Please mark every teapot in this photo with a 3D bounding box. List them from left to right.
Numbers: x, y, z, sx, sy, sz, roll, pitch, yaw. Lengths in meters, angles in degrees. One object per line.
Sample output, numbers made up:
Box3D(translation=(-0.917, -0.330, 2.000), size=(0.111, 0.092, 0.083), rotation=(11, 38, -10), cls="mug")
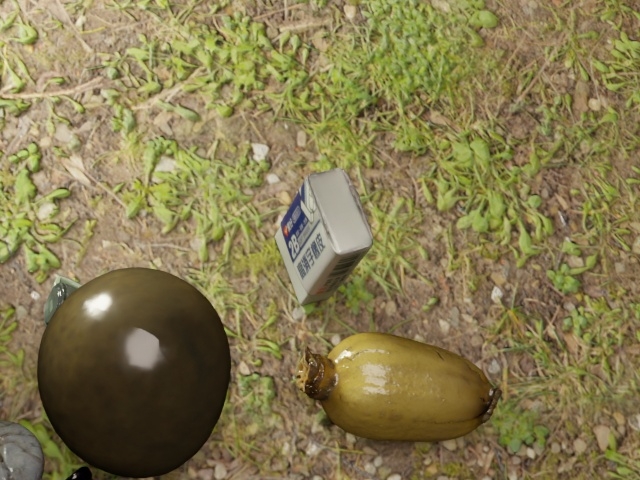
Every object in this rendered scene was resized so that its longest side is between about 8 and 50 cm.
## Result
Box3D(translation=(-0.342, 0.087, 1.394), size=(0.057, 0.066, 0.088), rotation=(18, 38, -31), cls="teapot")

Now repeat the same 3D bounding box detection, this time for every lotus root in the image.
Box3D(translation=(0.108, 0.208, 1.439), size=(0.303, 0.131, 0.146), rotation=(11, 66, -16), cls="lotus root")

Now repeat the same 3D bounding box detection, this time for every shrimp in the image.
Box3D(translation=(-0.488, 0.321, 1.208), size=(0.343, 0.116, 0.145), rotation=(-30, 78, -34), cls="shrimp")

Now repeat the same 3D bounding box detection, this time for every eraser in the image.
Box3D(translation=(0.000, 0.000, 1.450), size=(0.067, 0.210, 0.125), rotation=(-16, 73, -22), cls="eraser")

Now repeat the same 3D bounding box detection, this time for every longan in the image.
Box3D(translation=(-0.237, 0.164, 1.294), size=(0.258, 0.258, 0.258), rotation=(7, 65, -15), cls="longan")

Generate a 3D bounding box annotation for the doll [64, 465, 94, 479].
Box3D(translation=(-0.255, 0.404, 1.264), size=(0.249, 0.127, 0.088), rotation=(54, 31, 5), cls="doll")
